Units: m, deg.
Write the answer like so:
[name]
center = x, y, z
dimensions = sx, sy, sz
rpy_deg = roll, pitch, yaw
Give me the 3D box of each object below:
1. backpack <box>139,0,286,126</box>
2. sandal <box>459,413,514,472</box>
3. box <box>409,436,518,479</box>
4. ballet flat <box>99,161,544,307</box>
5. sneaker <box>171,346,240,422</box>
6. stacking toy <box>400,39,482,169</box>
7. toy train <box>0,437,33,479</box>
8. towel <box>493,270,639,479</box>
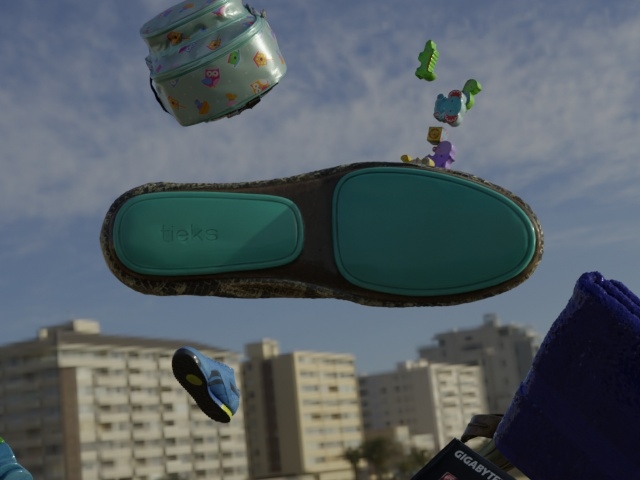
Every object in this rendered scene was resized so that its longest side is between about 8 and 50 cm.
[backpack]
center = -0.131, -0.220, 1.312
dimensions = 0.165, 0.144, 0.188
rpy_deg = -26, 29, -2
[sandal]
center = 0.288, 0.299, 1.717
dimensions = 0.303, 0.086, 0.120
rpy_deg = -44, -33, 22
[box]
center = 0.163, 0.329, 1.153
dimensions = 0.175, 0.051, 0.220
rpy_deg = -39, 39, -18
[ballet flat]
center = 0.000, 0.000, 1.238
dimensions = 0.482, 0.164, 0.182
rpy_deg = -1, -9, 3
[sneaker]
center = -0.202, 0.241, 1.959
dimensions = 0.069, 0.082, 0.209
rpy_deg = 4, -39, 29
[stacking toy]
center = 0.184, -0.158, 1.590
dimensions = 0.052, 0.221, 0.167
rpy_deg = 5, -10, 31
[toy train]
center = -0.497, 0.320, 1.369
dimensions = 0.248, 0.105, 0.143
rpy_deg = -21, 29, -37
[towel]
center = 0.351, 0.210, 1.329
dimensions = 0.076, 0.227, 0.308
rpy_deg = -19, -40, -39
